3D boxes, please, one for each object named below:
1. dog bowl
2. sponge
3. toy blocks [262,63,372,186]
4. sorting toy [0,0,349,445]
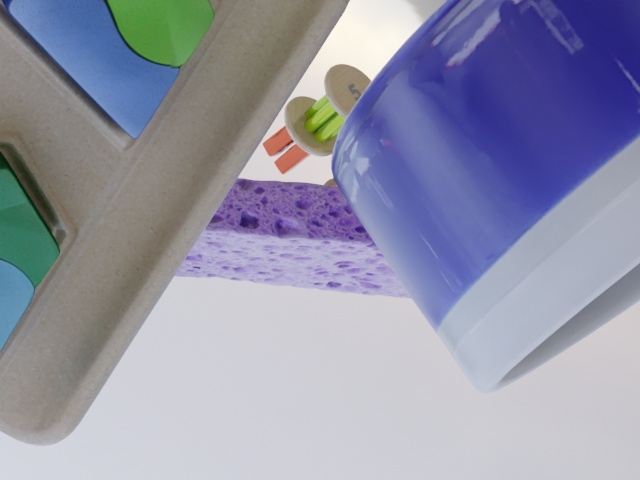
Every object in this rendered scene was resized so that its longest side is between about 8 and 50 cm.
[{"bbox_3d":[0.137,-0.060,0.595,0.104,0.265,0.265,55,-164,11],"label":"dog bowl"},{"bbox_3d":[0.000,0.000,0.776,0.210,0.031,0.117,6,167,-5],"label":"sponge"},{"bbox_3d":[0.010,-0.059,1.246,0.123,0.148,0.054,33,-135,-20],"label":"toy blocks"},{"bbox_3d":[-0.118,-0.052,0.459,0.208,0.193,0.038,29,-170,-24],"label":"sorting toy"}]
